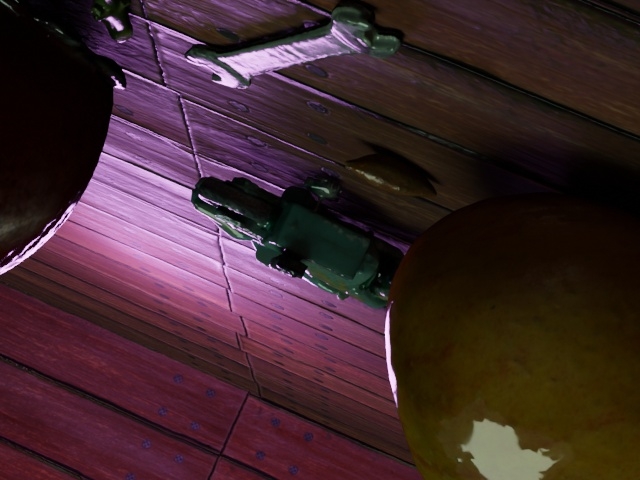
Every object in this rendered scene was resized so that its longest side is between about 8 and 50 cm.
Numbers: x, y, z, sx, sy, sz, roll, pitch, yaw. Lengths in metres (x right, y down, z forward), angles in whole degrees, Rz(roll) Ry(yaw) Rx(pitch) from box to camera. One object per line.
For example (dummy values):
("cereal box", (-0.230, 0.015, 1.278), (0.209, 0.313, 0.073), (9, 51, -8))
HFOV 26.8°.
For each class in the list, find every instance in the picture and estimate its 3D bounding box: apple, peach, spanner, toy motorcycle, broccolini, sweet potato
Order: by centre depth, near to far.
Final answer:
("spanner", (-0.029, -0.156, 1.123), (0.071, 0.017, 0.302), (32, 164, -28))
("broccolini", (-0.173, -0.212, 1.132), (0.216, 0.058, 0.067), (72, 172, -80))
("apple", (0.202, 0.097, 1.140), (0.275, 0.299, 0.299), (-17, 148, 20))
("peach", (-0.388, -0.126, 1.244), (0.339, 0.416, 0.353), (27, 132, 37))
("sweet potato", (0.069, -0.062, 1.267), (0.095, 0.034, 0.034), (17, 167, -15))
("toy motorcycle", (-0.002, -0.001, 1.485), (0.296, 0.109, 0.198), (26, 175, -12))
